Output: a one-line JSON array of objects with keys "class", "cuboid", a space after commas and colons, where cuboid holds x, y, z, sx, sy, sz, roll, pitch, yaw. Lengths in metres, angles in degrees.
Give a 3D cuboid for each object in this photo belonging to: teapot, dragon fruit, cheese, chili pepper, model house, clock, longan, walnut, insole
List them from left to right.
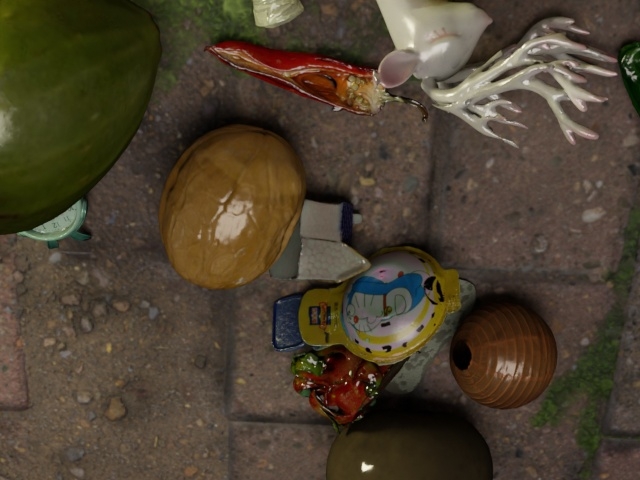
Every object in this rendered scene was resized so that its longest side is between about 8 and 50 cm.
[{"class": "clock", "cuboid": [-0.329, -0.043, 1.663, 0.101, 0.041, 0.135, -15, 119, 8]}, {"class": "walnut", "cuboid": [-0.103, -0.040, 1.592, 0.165, 0.165, 0.197, 16, 117, -9]}, {"class": "teapot", "cuboid": [-0.055, -0.283, 1.523, 0.067, 0.057, 0.083, -35, 116, -24]}, {"class": "chili pepper", "cuboid": [-0.003, -0.183, 1.576, 0.267, 0.050, 0.059, 14, 98, -6]}, {"class": "model house", "cuboid": [0.000, 0.000, 1.670, 0.100, 0.087, 0.101, 3, 89, -27]}, {"class": "dragon fruit", "cuboid": [0.037, 0.171, 1.736, 0.175, 0.138, 0.142, 12, 79, 16]}, {"class": "cheese", "cuboid": [0.052, 0.085, 1.686, 0.250, 0.157, 0.064, -14, 148, 23]}, {"class": "longan", "cuboid": [0.116, 0.312, 1.777, 0.220, 0.196, 0.197, 1, 120, -15]}, {"class": "insole", "cuboid": [0.137, 0.124, 1.774, 0.065, 0.006, 0.193, 24, 117, -13]}, {"class": "chili pepper", "cuboid": [0.418, -0.146, 1.592, 0.108, 0.062, 0.216, -38, 112, 13]}]

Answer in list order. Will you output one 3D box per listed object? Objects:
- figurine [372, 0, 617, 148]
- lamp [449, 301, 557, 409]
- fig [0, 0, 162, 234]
[{"class": "figurine", "cuboid": [0.172, -0.248, 1.462, 0.284, 0.206, 0.316, 2, 125, 12]}, {"class": "lamp", "cuboid": [0.225, 0.142, 1.711, 0.136, 0.136, 0.136, 0, 119, 0]}, {"class": "fig", "cuboid": [-0.317, -0.163, 1.469, 0.316, 0.316, 0.316, 0, 119, 0]}]
